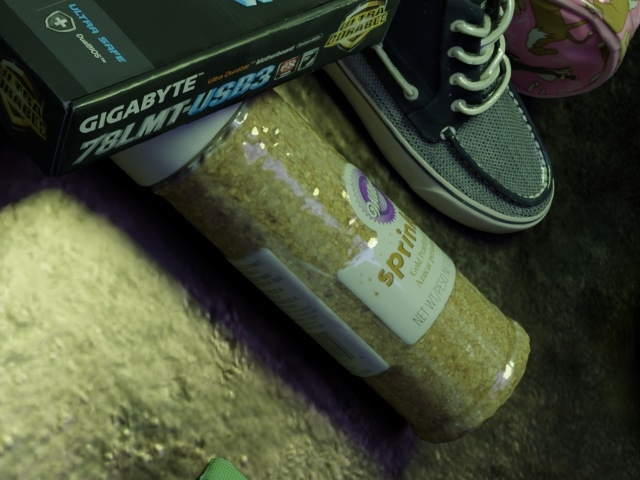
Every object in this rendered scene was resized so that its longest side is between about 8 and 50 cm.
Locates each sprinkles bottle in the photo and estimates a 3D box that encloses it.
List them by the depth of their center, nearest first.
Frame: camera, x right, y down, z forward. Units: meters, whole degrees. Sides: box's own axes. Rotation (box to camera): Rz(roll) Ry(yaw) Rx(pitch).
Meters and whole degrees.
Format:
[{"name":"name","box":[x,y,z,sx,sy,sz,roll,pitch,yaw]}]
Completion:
[{"name":"sprinkles bottle","box":[0.000,0.000,1.150,0.355,0.121,0.121,44,56,-20]}]

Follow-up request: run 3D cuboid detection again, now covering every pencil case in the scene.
[{"name":"pencil case","box":[0.244,-0.309,1.375,0.160,0.167,0.386,28,64,-6]}]

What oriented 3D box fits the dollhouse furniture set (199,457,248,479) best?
[{"name":"dollhouse furniture set","box":[-0.030,0.224,1.105,0.152,0.058,0.076,46,55,-18]}]

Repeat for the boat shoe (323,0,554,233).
[{"name":"boat shoe","box":[0.105,-0.144,1.243,0.340,0.158,0.127,43,56,-19]}]

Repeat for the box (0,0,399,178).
[{"name":"box","box":[-0.142,-0.203,1.046,0.293,0.073,0.295,-27,63,-36]}]
